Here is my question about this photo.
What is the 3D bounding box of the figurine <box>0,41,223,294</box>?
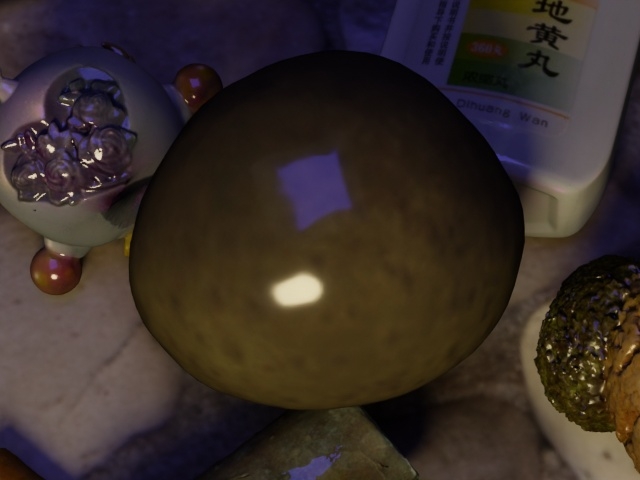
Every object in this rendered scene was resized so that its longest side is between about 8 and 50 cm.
[{"bbox_3d":[-0.130,-0.022,1.129,0.194,0.133,0.274,-30,79,5],"label":"figurine"}]

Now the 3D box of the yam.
[{"bbox_3d":[-0.059,0.194,1.030,0.259,0.106,0.106,-37,67,-11],"label":"yam"}]

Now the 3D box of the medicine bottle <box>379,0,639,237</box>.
[{"bbox_3d":[0.151,-0.173,1.164,0.179,0.124,0.324,13,66,14],"label":"medicine bottle"}]

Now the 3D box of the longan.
[{"bbox_3d":[0.000,0.000,0.991,0.246,0.246,0.215,3,36,8],"label":"longan"}]

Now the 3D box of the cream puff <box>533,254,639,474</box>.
[{"bbox_3d":[0.224,0.076,1.037,0.169,0.183,0.183,9,65,35],"label":"cream puff"}]

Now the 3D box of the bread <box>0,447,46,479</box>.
[{"bbox_3d":[-0.203,0.182,1.088,0.083,0.036,0.047,33,70,17],"label":"bread"}]
